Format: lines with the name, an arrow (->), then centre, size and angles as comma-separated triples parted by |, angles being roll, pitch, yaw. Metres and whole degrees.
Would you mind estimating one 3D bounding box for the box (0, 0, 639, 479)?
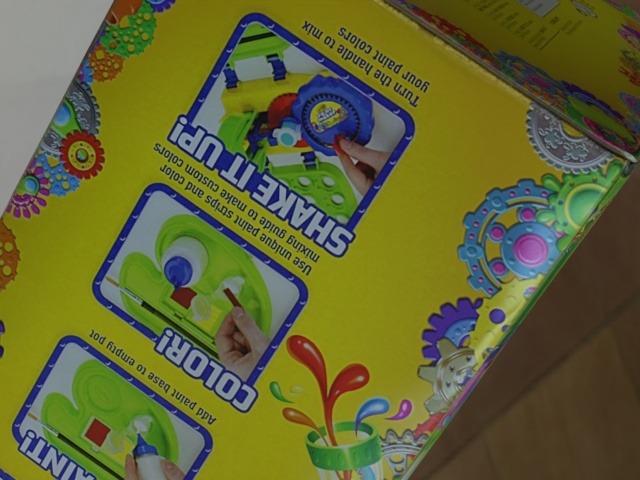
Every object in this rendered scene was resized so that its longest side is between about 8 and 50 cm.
box -> 0.000, 0.000, 0.617 | 0.279, 0.177, 0.290 | -58, -6, 21
